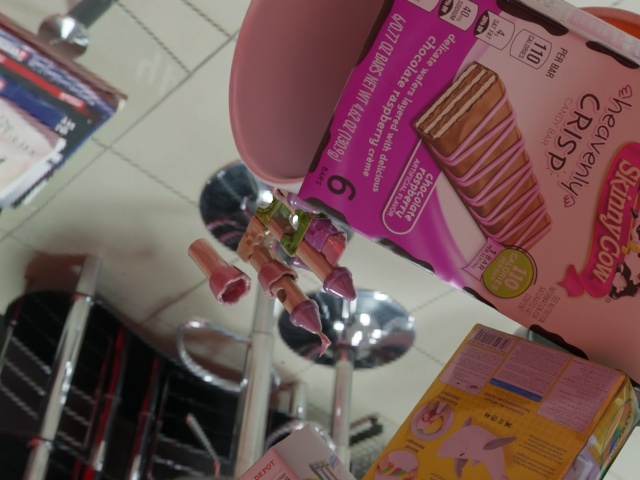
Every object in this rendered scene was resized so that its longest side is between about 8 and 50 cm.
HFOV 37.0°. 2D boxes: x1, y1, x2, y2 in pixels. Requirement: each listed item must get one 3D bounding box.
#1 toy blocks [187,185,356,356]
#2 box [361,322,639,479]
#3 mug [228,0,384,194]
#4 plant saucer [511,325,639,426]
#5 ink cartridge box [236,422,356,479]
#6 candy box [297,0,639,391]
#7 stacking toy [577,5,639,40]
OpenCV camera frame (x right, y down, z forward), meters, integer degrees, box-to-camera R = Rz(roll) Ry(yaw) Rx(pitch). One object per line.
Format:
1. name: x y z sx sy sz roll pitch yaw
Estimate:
1. toy blocks: 0.000 0.000 1.590 0.309 0.260 0.289 -2 129 -47
2. box: 0.081 0.134 0.508 0.105 0.179 0.043 17 147 46
3. mug: 0.139 -0.119 0.919 0.328 0.374 0.276 14 117 -37
4. plant saucer: 0.442 0.181 1.478 0.317 0.317 0.044 3 113 3
5. ink cartridge box: -0.029 0.395 1.452 0.176 0.127 0.128 49 115 13
6. candy box: 0.124 -0.041 0.527 0.233 0.071 0.159 29 119 7
7. stacking toy: 0.412 -0.109 1.516 0.350 0.480 0.351 12 138 11
